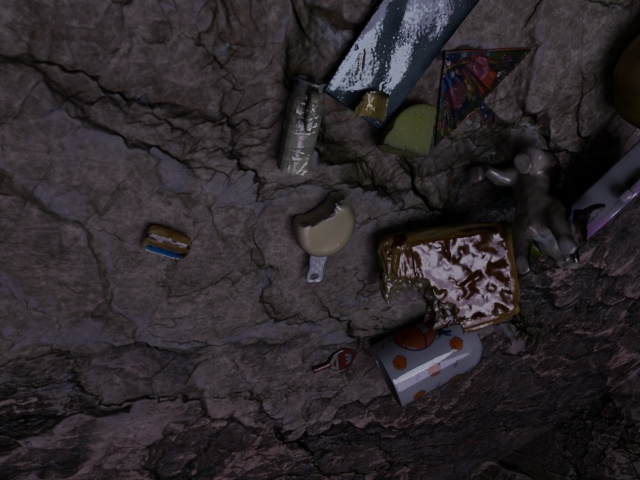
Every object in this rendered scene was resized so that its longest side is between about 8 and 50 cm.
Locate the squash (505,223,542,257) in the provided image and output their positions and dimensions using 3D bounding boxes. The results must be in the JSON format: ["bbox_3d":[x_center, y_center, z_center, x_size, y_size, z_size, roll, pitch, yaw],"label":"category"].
[{"bbox_3d":[0.628,-0.003,1.425,0.258,0.069,0.069,20,114,-33],"label":"squash"}]

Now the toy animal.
[{"bbox_3d":[0.599,-0.089,1.189,0.302,0.345,0.194,-6,161,-37],"label":"toy animal"}]

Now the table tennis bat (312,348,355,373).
[{"bbox_3d":[0.046,0.405,1.499,0.154,0.019,0.098,-17,128,-15],"label":"table tennis bat"}]

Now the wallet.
[{"bbox_3d":[0.177,-0.431,0.945,0.190,0.046,0.379,25,112,-32],"label":"wallet"}]

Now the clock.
[{"bbox_3d":[0.846,-0.148,1.295,0.338,0.102,0.339,-36,158,-17],"label":"clock"}]

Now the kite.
[{"bbox_3d":[0.360,-0.377,1.083,0.321,0.016,0.234,-46,126,12],"label":"kite"}]

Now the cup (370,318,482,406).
[{"bbox_3d":[0.352,0.374,1.482,0.317,0.212,0.212,-25,129,-7],"label":"cup"}]

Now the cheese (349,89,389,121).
[{"bbox_3d":[0.100,-0.287,0.966,0.084,0.041,0.060,-10,135,-20],"label":"cheese"}]

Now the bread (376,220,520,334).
[{"bbox_3d":[0.348,0.096,1.281,0.369,0.191,0.314,-12,103,1],"label":"bread"}]

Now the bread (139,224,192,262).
[{"bbox_3d":[-0.347,0.003,1.027,0.105,0.053,0.072,19,137,-30],"label":"bread"}]

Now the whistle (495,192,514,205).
[{"bbox_3d":[0.608,-0.127,1.346,0.186,0.039,0.039,-7,126,-19],"label":"whistle"}]

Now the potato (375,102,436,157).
[{"bbox_3d":[0.189,-0.265,1.056,0.149,0.081,0.120,6,95,-33],"label":"potato"}]

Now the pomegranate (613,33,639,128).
[{"bbox_3d":[0.907,-0.412,1.103,0.332,0.333,0.333,-11,127,-15],"label":"pomegranate"}]

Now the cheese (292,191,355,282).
[{"bbox_3d":[0.019,0.000,1.165,0.163,0.071,0.249,-19,128,-8],"label":"cheese"}]

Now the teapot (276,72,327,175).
[{"bbox_3d":[-0.039,-0.238,0.950,0.077,0.107,0.201,6,121,-15],"label":"teapot"}]
